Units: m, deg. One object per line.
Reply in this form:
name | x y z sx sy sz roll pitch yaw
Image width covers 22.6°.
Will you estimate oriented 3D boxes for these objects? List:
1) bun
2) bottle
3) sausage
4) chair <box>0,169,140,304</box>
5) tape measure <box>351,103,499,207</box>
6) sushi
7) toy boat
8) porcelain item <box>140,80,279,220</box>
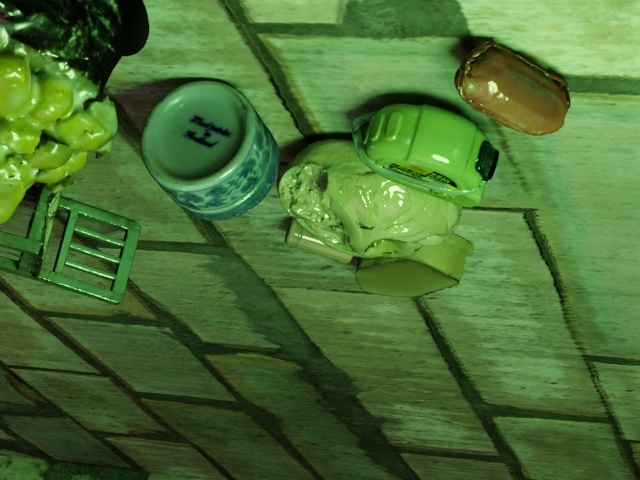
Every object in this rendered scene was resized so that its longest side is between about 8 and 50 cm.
bun | 0.059 -0.042 2.006 0.237 0.116 0.210 8 159 3
bottle | 0.000 0.000 2.236 0.096 0.045 0.045 16 158 -9
sausage | 0.204 -0.160 1.700 0.141 0.076 0.076 22 156 -28
chair | -0.385 -0.020 2.255 0.270 0.136 0.147 18 159 -11
tape measure | 0.126 -0.106 1.852 0.177 0.087 0.154 17 170 -10
sushi | -0.390 -0.187 1.650 0.328 0.285 0.329 0 155 26
toy boat | 0.113 0.031 2.234 0.116 0.061 0.188 24 155 -30
porcelain item | -0.130 -0.105 1.907 0.147 0.147 0.114 4 159 19
